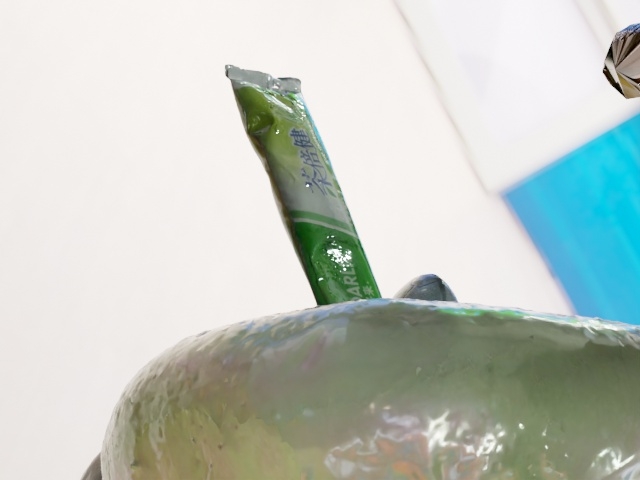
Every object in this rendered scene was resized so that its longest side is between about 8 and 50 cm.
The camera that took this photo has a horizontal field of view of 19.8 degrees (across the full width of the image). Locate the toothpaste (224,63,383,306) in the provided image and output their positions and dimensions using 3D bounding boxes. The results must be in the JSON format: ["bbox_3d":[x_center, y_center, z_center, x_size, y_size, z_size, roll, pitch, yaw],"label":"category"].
[{"bbox_3d":[0.000,0.000,1.158,0.078,0.047,0.248,6,59,-51],"label":"toothpaste"}]

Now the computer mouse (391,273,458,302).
[{"bbox_3d":[0.080,0.144,1.738,0.068,0.113,0.229,0,98,-28],"label":"computer mouse"}]

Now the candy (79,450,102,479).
[{"bbox_3d":[-0.160,0.316,1.584,0.172,0.263,0.398,28,37,-9],"label":"candy"}]

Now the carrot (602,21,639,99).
[{"bbox_3d":[0.293,-0.152,1.522,0.069,0.069,0.228,57,-8,-9],"label":"carrot"}]

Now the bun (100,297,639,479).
[{"bbox_3d":[0.044,0.141,0.876,0.293,0.293,0.187,23,60,-58],"label":"bun"}]
